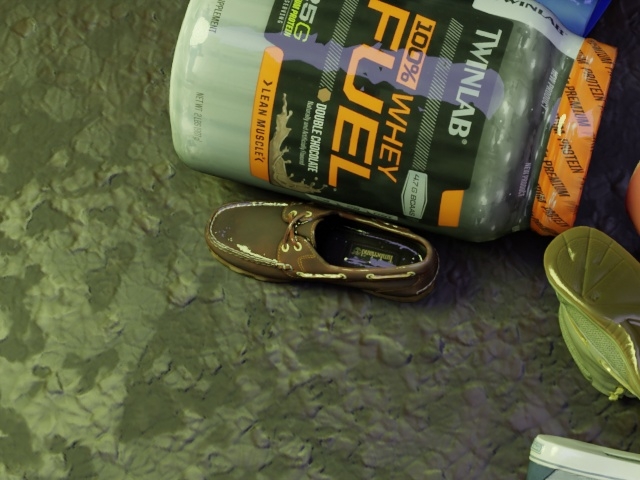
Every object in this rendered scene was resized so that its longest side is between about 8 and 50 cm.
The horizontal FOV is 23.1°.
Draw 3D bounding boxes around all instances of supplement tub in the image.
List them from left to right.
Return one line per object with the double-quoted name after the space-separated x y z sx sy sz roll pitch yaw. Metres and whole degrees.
0.061 -0.120 1.294 0.338 0.207 0.207 14 73 9 "supplement tub"

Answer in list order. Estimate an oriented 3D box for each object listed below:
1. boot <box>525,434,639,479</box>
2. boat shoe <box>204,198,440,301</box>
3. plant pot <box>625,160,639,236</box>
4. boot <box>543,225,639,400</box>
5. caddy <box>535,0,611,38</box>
0.253 0.217 1.248 0.190 0.069 0.086 13 94 5 "boot"
0.000 0.000 1.328 0.207 0.073 0.073 8 73 8 "boat shoe"
0.388 -0.002 1.215 0.275 0.275 0.243 -34 63 -8 "plant pot"
0.259 0.098 1.225 0.077 0.165 0.213 -38 66 -6 "boot"
0.222 -0.338 1.342 0.179 0.241 0.341 31 75 9 "caddy"
